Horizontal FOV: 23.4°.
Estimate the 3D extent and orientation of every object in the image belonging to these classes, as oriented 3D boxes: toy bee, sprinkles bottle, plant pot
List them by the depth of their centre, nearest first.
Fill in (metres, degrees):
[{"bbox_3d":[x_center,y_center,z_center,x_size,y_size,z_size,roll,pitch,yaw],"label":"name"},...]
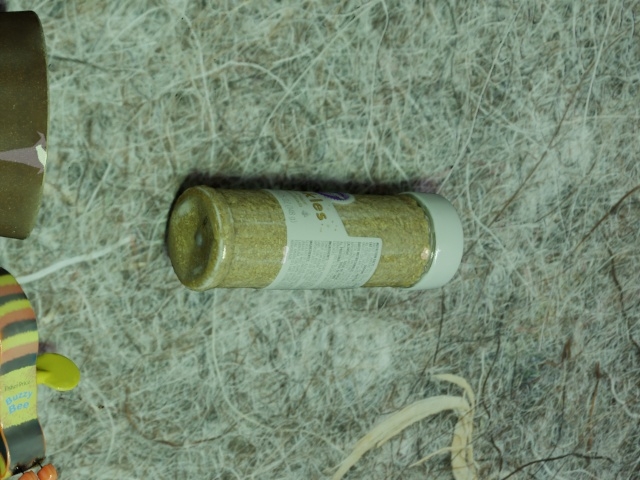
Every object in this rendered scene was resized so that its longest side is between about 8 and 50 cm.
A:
[{"bbox_3d":[-0.382,-0.110,1.411,0.230,0.215,0.215,1,119,-22],"label":"plant pot"},{"bbox_3d":[-0.333,0.184,1.655,0.195,0.162,0.298,-37,140,-34],"label":"toy bee"},{"bbox_3d":[0.000,0.000,1.807,0.355,0.121,0.121,0,119,-37],"label":"sprinkles bottle"}]
